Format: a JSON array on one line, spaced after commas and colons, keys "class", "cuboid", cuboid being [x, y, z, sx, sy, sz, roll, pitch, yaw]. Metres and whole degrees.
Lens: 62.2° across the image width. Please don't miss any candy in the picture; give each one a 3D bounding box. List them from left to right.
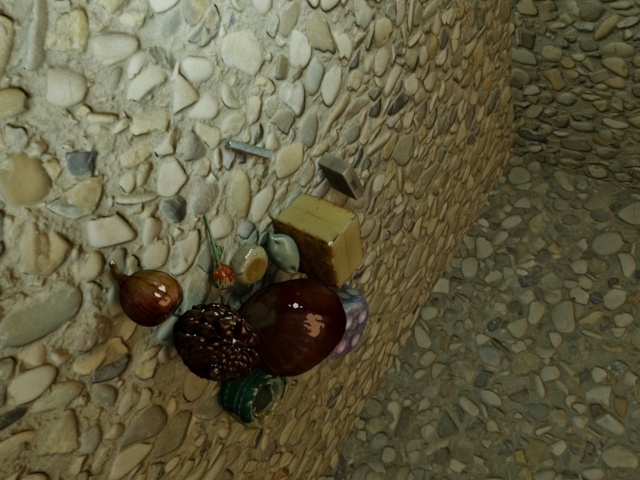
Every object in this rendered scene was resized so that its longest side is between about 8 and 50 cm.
[{"class": "candy", "cuboid": [-0.347, 0.040, 1.750, 0.078, 0.084, 0.287, -38, 130, -39]}]

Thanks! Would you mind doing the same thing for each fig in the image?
[{"class": "fig", "cuboid": [-0.508, 0.143, 1.507, 0.175, 0.207, 0.175, -58, -174, 9]}]

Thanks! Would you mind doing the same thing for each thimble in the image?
[{"class": "thimble", "cuboid": [-0.273, 0.621, 2.159, 0.254, 0.167, 0.288, -12, 120, -53]}]

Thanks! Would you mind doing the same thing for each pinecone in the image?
[{"class": "pinecone", "cuboid": [-0.341, 0.331, 1.737, 0.242, 0.296, 0.298, -44, 124, -10]}]

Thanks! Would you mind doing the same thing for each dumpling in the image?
[{"class": "dumpling", "cuboid": [-0.154, 0.032, 1.939, 0.104, 0.149, 0.216, -54, 144, -21]}]

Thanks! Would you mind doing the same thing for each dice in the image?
[{"class": "dice", "cuboid": [0.031, 0.338, 2.322, 0.270, 0.270, 0.271, -10, 119, -54]}]

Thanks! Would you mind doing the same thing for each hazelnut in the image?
[{"class": "hazelnut", "cuboid": [-0.120, 0.308, 1.969, 0.420, 0.421, 0.352, 62, 27, -53]}]

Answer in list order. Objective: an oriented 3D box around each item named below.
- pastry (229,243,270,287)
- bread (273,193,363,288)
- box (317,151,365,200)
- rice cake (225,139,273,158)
[{"class": "pastry", "cuboid": [-0.255, 0.086, 1.884, 0.166, 0.088, 0.165, -37, 139, -41]}, {"class": "bread", "cuboid": [0.000, 0.000, 2.030, 0.207, 0.279, 0.279, -48, 142, -29]}, {"class": "box", "cuboid": [0.086, -0.253, 2.115, 0.058, 0.141, 0.201, -53, 146, -10]}, {"class": "rice cake", "cuboid": [-0.228, -0.294, 1.710, 0.208, 0.033, 0.033, 3, 98, -56]}]
